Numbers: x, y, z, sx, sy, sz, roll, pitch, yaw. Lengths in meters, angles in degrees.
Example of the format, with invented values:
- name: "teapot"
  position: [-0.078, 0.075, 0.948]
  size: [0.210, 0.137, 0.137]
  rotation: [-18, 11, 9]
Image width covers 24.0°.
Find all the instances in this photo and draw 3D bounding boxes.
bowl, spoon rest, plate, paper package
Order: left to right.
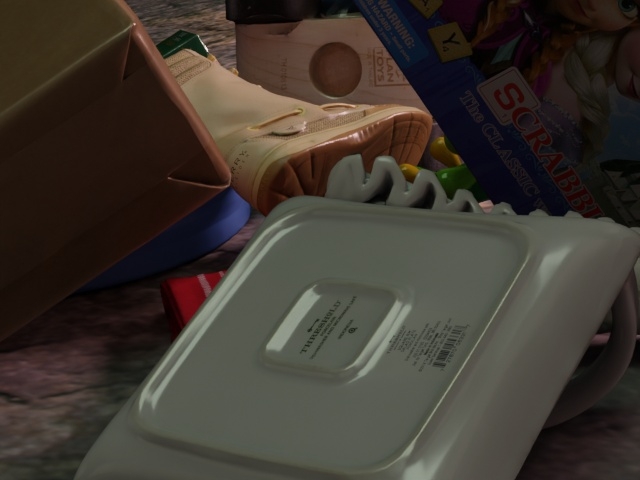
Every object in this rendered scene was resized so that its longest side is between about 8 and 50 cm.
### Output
- name: "paper package"
  position: [-0.279, -0.092, 1.212]
  size: [0.309, 0.168, 0.325]
  rotation: [-36, 41, -6]
- name: "bowl"
  position: [-0.253, -0.031, 1.462]
  size: [0.391, 0.077, 0.391]
  rotation: [-7, 16, 2]
- name: "plate"
  position: [0.014, 0.064, 0.890]
  size: [0.278, 0.045, 0.277]
  rotation: [6, 45, 37]
- name: "spoon rest"
  position: [0.071, 0.089, 0.946]
  size: [0.276, 0.084, 0.137]
  rotation: [-17, 12, 19]

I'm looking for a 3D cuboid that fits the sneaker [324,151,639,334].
- name: "sneaker"
  position: [0.132, 0.034, 1.039]
  size: [0.292, 0.118, 0.110]
  rotation: [15, -17, 15]

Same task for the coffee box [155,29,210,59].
- name: "coffee box"
  position: [-0.221, -0.185, 1.790]
  size: [0.184, 0.040, 0.113]
  rotation: [-34, 17, -8]

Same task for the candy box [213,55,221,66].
- name: "candy box"
  position: [-0.215, -0.156, 1.820]
  size: [0.206, 0.027, 0.105]
  rotation: [-29, 16, 9]

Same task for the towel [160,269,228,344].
- name: "towel"
  position: [0.015, 0.044, 1.169]
  size: [0.275, 0.031, 0.199]
  rotation: [-9, 14, -9]

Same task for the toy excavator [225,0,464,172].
- name: "toy excavator"
  position: [0.147, -0.204, 1.674]
  size: [0.433, 0.222, 0.445]
  rotation: [-1, 9, 18]

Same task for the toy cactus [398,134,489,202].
- name: "toy cactus"
  position: [0.173, -0.052, 1.262]
  size: [0.219, 0.112, 0.180]
  rotation: [-27, -35, 36]

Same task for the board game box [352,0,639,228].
- name: "board game box"
  position: [0.209, -0.149, 1.042]
  size: [0.318, 0.318, 0.066]
  rotation: [-28, 13, 41]

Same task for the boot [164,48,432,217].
- name: "boot"
  position: [-0.036, -0.107, 1.380]
  size: [0.203, 0.095, 0.262]
  rotation: [30, 31, 28]
